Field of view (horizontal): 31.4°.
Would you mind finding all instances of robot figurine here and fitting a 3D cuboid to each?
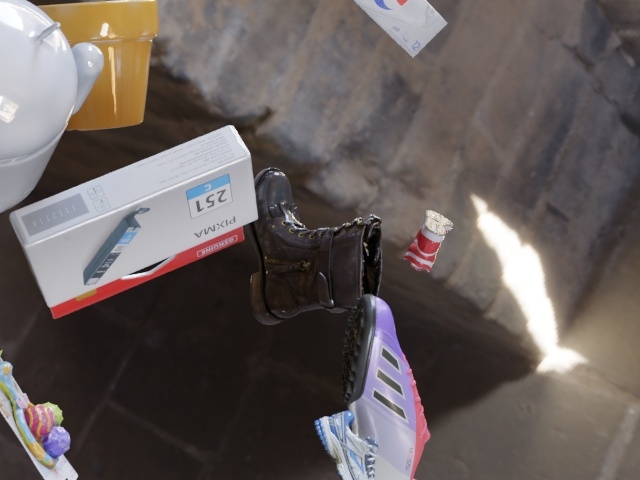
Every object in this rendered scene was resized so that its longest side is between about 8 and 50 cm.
[{"bbox_3d":[-0.392,-0.153,1.300,0.200,0.300,0.353,59,149,6],"label":"robot figurine"}]

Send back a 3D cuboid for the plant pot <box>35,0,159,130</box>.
[{"bbox_3d":[-0.345,-0.269,1.753,0.205,0.205,0.188,5,105,41],"label":"plant pot"}]

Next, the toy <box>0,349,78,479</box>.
[{"bbox_3d":[-0.428,0.266,1.720,0.056,0.237,0.137,-35,5,2],"label":"toy"}]

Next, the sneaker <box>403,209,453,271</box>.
[{"bbox_3d":[0.144,0.002,1.530,0.042,0.118,0.067,27,107,6],"label":"sneaker"}]

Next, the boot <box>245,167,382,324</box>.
[{"bbox_3d":[0.000,0.000,1.647,0.229,0.091,0.263,-16,72,42],"label":"boot"}]

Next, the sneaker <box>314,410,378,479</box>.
[{"bbox_3d":[0.045,0.256,1.318,0.058,0.052,0.135,-28,70,-5],"label":"sneaker"}]

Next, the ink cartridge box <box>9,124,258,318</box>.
[{"bbox_3d":[-0.225,0.003,1.477,0.296,0.261,0.066,-24,59,-14],"label":"ink cartridge box"}]

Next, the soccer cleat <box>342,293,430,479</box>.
[{"bbox_3d":[0.086,0.210,1.461,0.116,0.318,0.108,0,25,-2],"label":"soccer cleat"}]

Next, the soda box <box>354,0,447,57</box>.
[{"bbox_3d":[0.096,-0.447,1.998,0.091,0.286,0.098,-44,42,11],"label":"soda box"}]
